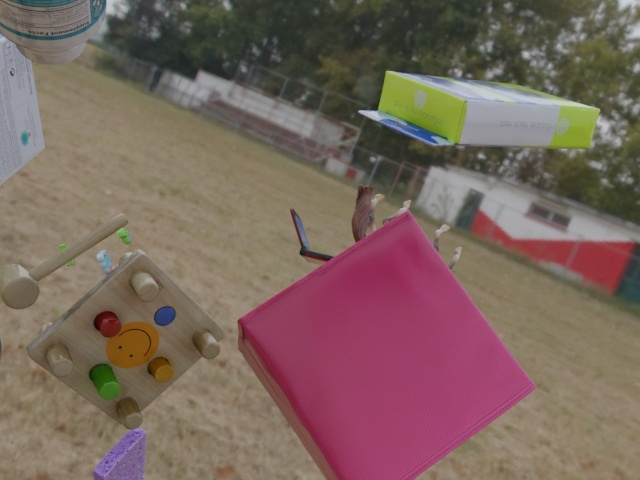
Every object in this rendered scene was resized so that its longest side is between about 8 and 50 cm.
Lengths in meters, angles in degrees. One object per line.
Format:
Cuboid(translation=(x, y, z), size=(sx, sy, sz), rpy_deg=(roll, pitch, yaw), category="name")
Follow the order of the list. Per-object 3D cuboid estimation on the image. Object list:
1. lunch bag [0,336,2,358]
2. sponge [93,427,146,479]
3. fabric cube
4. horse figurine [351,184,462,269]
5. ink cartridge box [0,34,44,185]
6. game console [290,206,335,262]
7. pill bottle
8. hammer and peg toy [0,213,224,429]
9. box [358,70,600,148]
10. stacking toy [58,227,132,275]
Cuboid(translation=(-0.645, 0.261, 1.307), size=(0.169, 0.235, 0.287), rpy_deg=(9, -3, 0), category="lunch bag")
Cuboid(translation=(-0.379, 0.455, 1.464), size=(0.031, 0.210, 0.117), rpy_deg=(27, 43, 15), category="sponge")
Cuboid(translation=(0.065, 0.162, 0.993), size=(0.258, 0.254, 0.259), rpy_deg=(54, -13, 10), category="fabric cube")
Cuboid(translation=(0.141, 0.024, 1.242), size=(0.263, 0.174, 0.066), rpy_deg=(34, -35, -15), category="horse figurine")
Cuboid(translation=(-0.668, -0.217, 1.389), size=(0.151, 0.270, 0.395), rpy_deg=(5, 30, 5), category="ink cartridge box")
Cuboid(translation=(0.000, 0.000, 1.464), size=(0.124, 0.085, 0.144), rpy_deg=(13, -5, 7), category="game console")
Cuboid(translation=(-0.326, -0.323, 0.898), size=(0.146, 0.146, 0.264), rpy_deg=(22, -29, -3), category="pill bottle")
Cuboid(translation=(-0.349, 0.138, 1.311), size=(0.127, 0.266, 0.361), rpy_deg=(41, -10, 51), category="hammer and peg toy")
Cuboid(translation=(0.136, -0.111, 0.661), size=(0.178, 0.042, 0.109), rpy_deg=(-3, 23, -33), category="box")
Cuboid(translation=(-0.516, 0.082, 1.890), size=(0.167, 0.221, 0.052), rpy_deg=(-17, 32, 2), category="stacking toy")
